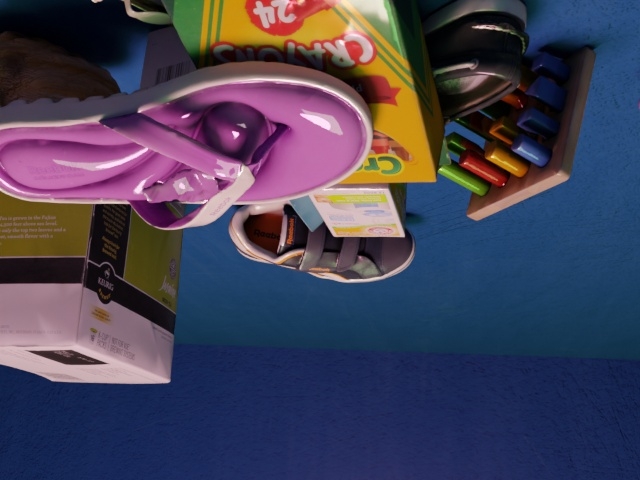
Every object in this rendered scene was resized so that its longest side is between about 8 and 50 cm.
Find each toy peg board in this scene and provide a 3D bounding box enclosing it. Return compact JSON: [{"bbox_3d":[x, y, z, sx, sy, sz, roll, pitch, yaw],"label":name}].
[{"bbox_3d":[0.202,-0.126,0.881,0.079,0.161,0.161,26,157,-17],"label":"toy peg board"}]

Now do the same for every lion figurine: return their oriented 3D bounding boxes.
[{"bbox_3d":[-0.413,-0.165,0.959,0.240,0.142,0.392,9,178,-42],"label":"lion figurine"}]

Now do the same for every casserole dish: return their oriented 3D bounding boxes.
[{"bbox_3d":[-0.032,-0.083,1.151,0.037,0.114,0.188,-27,158,4],"label":"casserole dish"}]

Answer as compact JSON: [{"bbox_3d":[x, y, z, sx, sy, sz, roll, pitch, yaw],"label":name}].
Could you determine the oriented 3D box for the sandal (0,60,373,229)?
[{"bbox_3d":[-0.150,-0.065,0.773,0.416,0.102,0.169,-4,143,19],"label":"sandal"}]

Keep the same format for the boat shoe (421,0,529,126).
[{"bbox_3d":[0.101,-0.160,0.880,0.114,0.091,0.302,12,161,-24],"label":"boat shoe"}]

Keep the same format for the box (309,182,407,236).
[{"bbox_3d":[0.056,-0.082,1.124,0.114,0.103,0.203,0,163,12],"label":"box"}]

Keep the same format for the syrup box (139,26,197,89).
[{"bbox_3d":[-0.093,-0.155,0.936,0.093,0.096,0.237,-7,159,30],"label":"syrup box"}]

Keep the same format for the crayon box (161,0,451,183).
[{"bbox_3d":[0.002,-0.151,0.768,0.202,0.081,0.318,-1,143,21],"label":"crayon box"}]

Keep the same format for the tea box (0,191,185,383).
[{"bbox_3d":[-0.364,0.029,1.200,0.220,0.323,0.329,0,162,11],"label":"tea box"}]

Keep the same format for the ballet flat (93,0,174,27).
[{"bbox_3d":[-0.186,-0.240,0.751,0.168,0.052,0.057,13,161,-28],"label":"ballet flat"}]

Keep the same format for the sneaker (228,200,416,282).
[{"bbox_3d":[0.000,0.000,1.365,0.321,0.126,0.127,3,169,7],"label":"sneaker"}]
